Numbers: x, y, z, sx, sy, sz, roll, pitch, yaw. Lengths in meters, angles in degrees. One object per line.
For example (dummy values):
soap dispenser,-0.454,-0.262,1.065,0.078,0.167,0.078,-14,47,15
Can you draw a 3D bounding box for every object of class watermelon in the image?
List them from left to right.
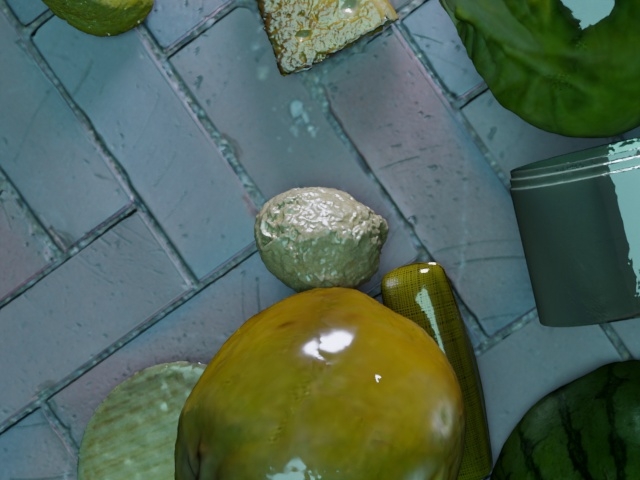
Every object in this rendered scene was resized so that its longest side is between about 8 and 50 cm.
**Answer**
watermelon,0.319,0.283,1.479,0.330,0.189,0.331,0,94,5

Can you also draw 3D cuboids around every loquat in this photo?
loquat,-0.002,0.184,1.441,0.276,0.284,0.276,25,126,41

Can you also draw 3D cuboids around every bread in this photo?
bread,-0.245,-0.305,1.581,0.149,0.065,0.188,-43,85,7
bread,-0.136,0.258,1.626,0.267,0.040,0.267,1,96,10

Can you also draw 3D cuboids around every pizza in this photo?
pizza,-0.009,-0.229,1.554,0.178,0.041,0.131,10,95,9

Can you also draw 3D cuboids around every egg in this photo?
egg,0.000,0.000,1.538,0.140,0.116,0.118,16,75,-18

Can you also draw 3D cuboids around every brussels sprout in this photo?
brussels sprout,0.228,-0.231,1.431,0.271,0.210,0.219,30,123,17

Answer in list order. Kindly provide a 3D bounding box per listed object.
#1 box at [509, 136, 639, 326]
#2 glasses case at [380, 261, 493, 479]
box,0.300,-0.017,1.424,0.226,0.226,0.149,-12,94,11
glasses case,0.121,0.138,1.556,0.079,0.064,0.234,-13,94,18
